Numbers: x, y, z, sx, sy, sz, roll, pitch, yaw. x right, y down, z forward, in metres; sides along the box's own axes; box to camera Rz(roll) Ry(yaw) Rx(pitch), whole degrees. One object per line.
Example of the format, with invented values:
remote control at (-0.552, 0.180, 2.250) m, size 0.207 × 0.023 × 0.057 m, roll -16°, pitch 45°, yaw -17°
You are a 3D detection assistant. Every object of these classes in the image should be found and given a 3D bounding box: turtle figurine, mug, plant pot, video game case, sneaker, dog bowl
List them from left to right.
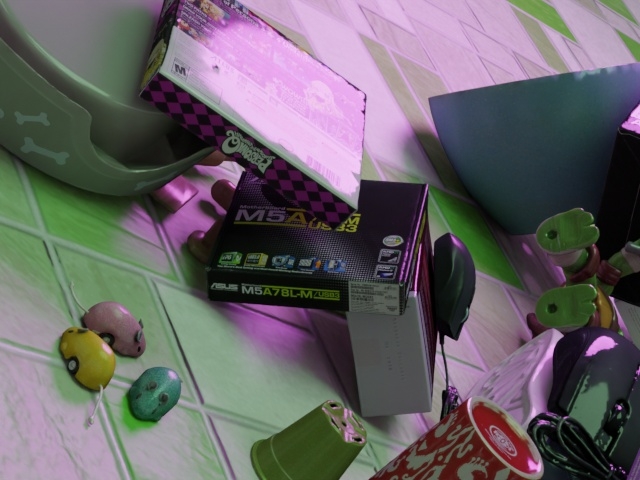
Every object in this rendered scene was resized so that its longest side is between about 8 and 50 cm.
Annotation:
dog bowl at (-0.230, -0.188, 1.874) m, size 0.349 × 0.102 × 0.348 m, roll 31°, pitch 31°, yaw -22°
video game case at (-0.058, -0.139, 1.878) m, size 0.232 × 0.042 × 0.210 m, roll 34°, pitch 31°, yaw -19°
plant pot at (-0.003, 0.181, 1.698) m, size 0.083 × 0.079 × 0.083 m, roll 38°, pitch 23°, yaw -19°
mug at (0.115, 0.230, 1.697) m, size 0.150 × 0.169 × 0.113 m, roll 37°, pitch 23°, yaw -18°
plant pot at (0.298, -0.112, 2.547) m, size 0.290 × 0.290 × 0.195 m, roll -13°, pitch 94°, yaw -65°
sneaker at (0.260, 0.243, 2.015) m, size 0.236 × 0.130 × 0.323 m, roll 51°, pitch 18°, yaw -7°
turtle figurine at (0.354, 0.077, 2.234) m, size 0.275 × 0.197 × 0.266 m, roll 29°, pitch -6°, yaw 33°

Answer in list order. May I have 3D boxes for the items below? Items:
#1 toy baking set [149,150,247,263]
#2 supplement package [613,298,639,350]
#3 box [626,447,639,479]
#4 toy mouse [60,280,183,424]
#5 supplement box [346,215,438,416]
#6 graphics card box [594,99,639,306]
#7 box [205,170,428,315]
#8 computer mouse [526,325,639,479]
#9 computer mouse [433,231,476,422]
toy baking set at (-0.087, -0.027, 1.992) m, size 0.256 × 0.030 × 0.196 m, roll -2°, pitch 56°, yaw -53°
supplement package at (0.539, 0.077, 2.524) m, size 0.199 × 0.263 × 0.198 m, roll 62°, pitch 19°, yaw -14°
box at (0.335, 0.338, 1.800) m, size 0.201 × 0.057 × 0.293 m, roll 36°, pitch 68°, yaw -23°
toy mouse at (-0.155, 0.097, 1.643) m, size 0.143 × 0.031 × 0.161 m, roll 21°, pitch 32°, yaw -45°
supplement box at (0.075, 0.062, 1.974) m, size 0.239 × 0.073 × 0.130 m, roll -75°, pitch 159°, yaw -65°
graphics card box at (0.444, -0.103, 2.457) m, size 0.094 × 0.232 × 0.371 m, roll 20°, pitch 35°, yaw 17°
box at (0.000, 0.000, 1.888) m, size 0.191 × 0.045 × 0.184 m, roll 5°, pitch 35°, yaw 9°
computer mouse at (0.291, 0.166, 1.927) m, size 0.188 × 0.072 × 0.272 m, roll 41°, pitch 26°, yaw -13°
computer mouse at (0.137, 0.107, 1.983) m, size 0.071 × 0.041 × 0.242 m, roll 66°, pitch 22°, yaw -72°
